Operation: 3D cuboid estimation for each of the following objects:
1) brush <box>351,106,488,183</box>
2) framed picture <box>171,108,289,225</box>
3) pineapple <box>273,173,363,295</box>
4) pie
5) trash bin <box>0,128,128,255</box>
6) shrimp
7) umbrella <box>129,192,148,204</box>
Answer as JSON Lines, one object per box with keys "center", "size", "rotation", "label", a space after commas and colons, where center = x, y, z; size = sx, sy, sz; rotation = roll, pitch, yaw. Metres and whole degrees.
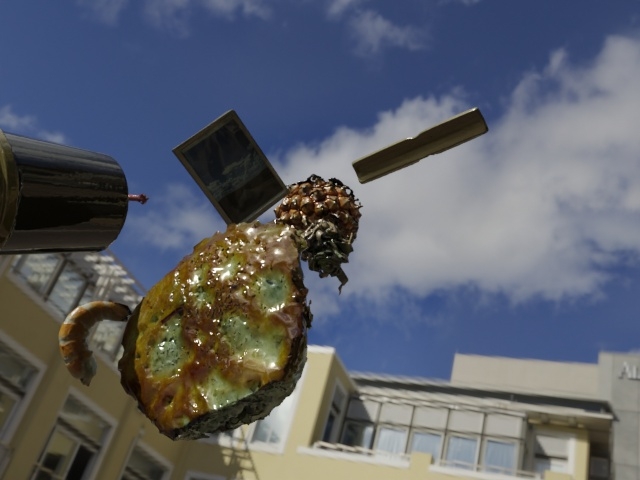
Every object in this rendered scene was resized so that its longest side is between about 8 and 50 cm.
{"center": [0.187, -0.180, 1.402], "size": [0.282, 0.048, 0.054], "rotation": [-21, -78, 33], "label": "brush"}
{"center": [-0.215, -0.168, 1.795], "size": [0.260, 0.189, 0.023], "rotation": [55, -21, -10], "label": "framed picture"}
{"center": [0.000, 0.000, 1.869], "size": [0.263, 0.271, 0.262], "rotation": [-2, -62, -4], "label": "pineapple"}
{"center": [-0.147, 0.125, 1.070], "size": [0.355, 0.288, 0.103], "rotation": [-32, -36, 16], "label": "pie"}
{"center": [-0.478, -0.070, 1.117], "size": [0.214, 0.214, 0.334], "rotation": [-12, -10, 37], "label": "trash bin"}
{"center": [-0.455, 0.205, 1.507], "size": [0.049, 0.166, 0.161], "rotation": [-11, -84, 47], "label": "shrimp"}
{"center": [-0.485, -0.104, 1.745], "size": [0.165, 0.027, 0.025], "rotation": [4, -7, 17], "label": "umbrella"}
